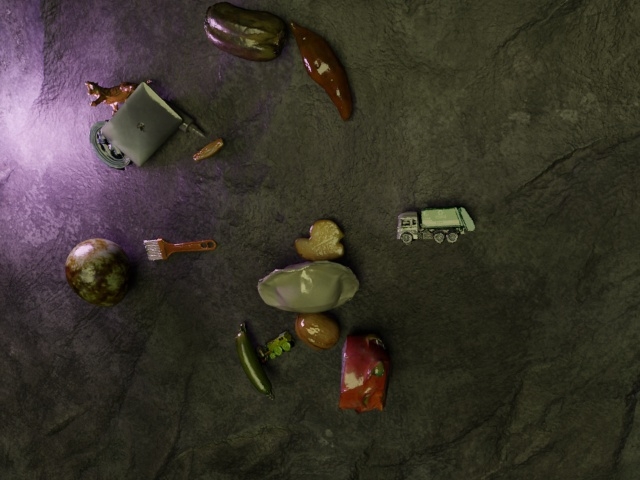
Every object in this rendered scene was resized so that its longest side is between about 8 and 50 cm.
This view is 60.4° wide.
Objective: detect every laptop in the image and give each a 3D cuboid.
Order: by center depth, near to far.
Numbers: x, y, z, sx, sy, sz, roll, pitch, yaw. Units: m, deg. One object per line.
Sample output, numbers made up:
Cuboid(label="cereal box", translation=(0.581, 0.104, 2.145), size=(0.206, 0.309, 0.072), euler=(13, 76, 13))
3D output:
Cuboid(label="laptop", translation=(-0.634, -0.406, 1.948), size=(0.269, 0.015, 0.187), euler=(-38, 107, 24))

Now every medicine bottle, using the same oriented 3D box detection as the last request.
Cuboid(label="medicine bottle", translation=(-0.492, -0.426, 1.957), size=(0.199, 0.058, 0.058), euler=(36, 114, 0))

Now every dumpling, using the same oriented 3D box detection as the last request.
Cuboid(label="dumpling", translation=(-0.056, 0.149, 1.941), size=(0.341, 0.181, 0.260), euler=(15, 150, 22))

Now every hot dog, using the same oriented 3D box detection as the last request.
Cuboid(label="hot dog", translation=(-0.401, -0.322, 1.983), size=(0.137, 0.028, 0.044), euler=(-28, 74, 20))

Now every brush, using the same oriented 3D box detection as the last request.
Cuboid(label="brush", translation=(-0.547, 0.027, 2.155), size=(0.314, 0.017, 0.090), euler=(-5, 110, 17))

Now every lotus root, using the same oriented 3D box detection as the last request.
Cuboid(label="lotus root", translation=(-0.241, -0.664, 1.752), size=(0.274, 0.160, 0.152), euler=(23, 137, 8))

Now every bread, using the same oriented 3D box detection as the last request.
Cuboid(label="bread", translation=(0.000, 0.000, 1.972), size=(0.187, 0.065, 0.150), euler=(-6, 96, 21))

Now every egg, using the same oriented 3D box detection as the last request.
Cuboid(label="egg", translation=(-0.866, 0.133, 2.159), size=(0.238, 0.238, 0.290), euler=(0, 116, 15))

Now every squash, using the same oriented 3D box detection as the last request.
Cuboid(label="squash", translation=(-0.269, 0.482, 2.155), size=(0.080, 0.071, 0.319), euler=(-23, 83, -9))

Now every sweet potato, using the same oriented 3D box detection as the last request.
Cuboid(label="sweet potato", translation=(0.011, -0.551, 1.748), size=(0.112, 0.112, 0.359), euler=(-34, 94, 23))

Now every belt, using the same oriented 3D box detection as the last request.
Cuboid(label="belt", translation=(-0.765, -0.355, 2.042), size=(0.141, 0.082, 0.190), euler=(-31, 103, 12))

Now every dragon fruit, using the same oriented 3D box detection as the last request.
Cuboid(label="dragon fruit", translation=(0.167, 0.477, 1.975), size=(0.189, 0.291, 0.291), euler=(4, 110, 7))

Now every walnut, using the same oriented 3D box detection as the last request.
Cuboid(label="walnut", translation=(-0.008, 0.333, 2.047), size=(0.180, 0.144, 0.144), euler=(41, 114, -6))

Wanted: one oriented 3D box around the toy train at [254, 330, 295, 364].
Cuboid(label="toy train", translation=(-0.209, 0.445, 2.188), size=(0.249, 0.053, 0.085), euler=(-34, 88, 25))

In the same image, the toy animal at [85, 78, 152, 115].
Cuboid(label="toy animal", translation=(-0.705, -0.532, 1.971), size=(0.255, 0.114, 0.116), euler=(-13, 65, 11))

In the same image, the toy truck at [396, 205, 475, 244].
Cuboid(label="toy truck", translation=(0.381, -0.050, 1.821), size=(0.253, 0.114, 0.124), euler=(0, 95, 16))
